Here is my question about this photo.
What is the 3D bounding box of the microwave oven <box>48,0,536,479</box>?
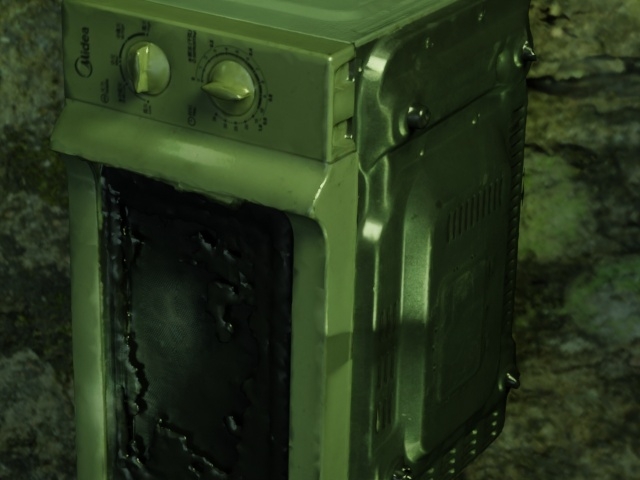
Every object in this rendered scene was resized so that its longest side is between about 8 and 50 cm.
[{"bbox_3d":[0.000,0.000,1.188,0.218,0.286,0.355,16,117,30],"label":"microwave oven"}]
